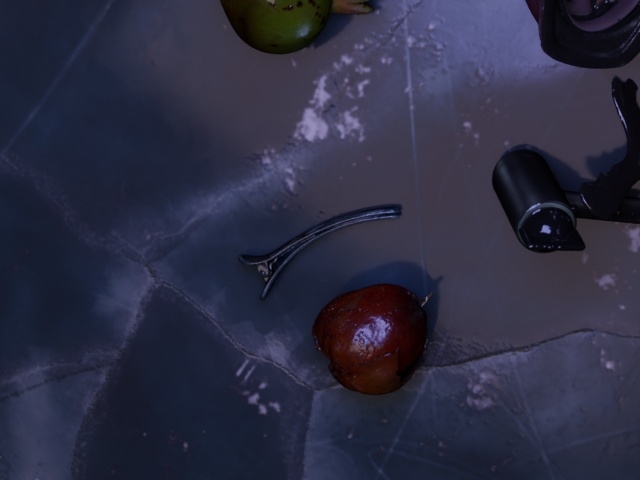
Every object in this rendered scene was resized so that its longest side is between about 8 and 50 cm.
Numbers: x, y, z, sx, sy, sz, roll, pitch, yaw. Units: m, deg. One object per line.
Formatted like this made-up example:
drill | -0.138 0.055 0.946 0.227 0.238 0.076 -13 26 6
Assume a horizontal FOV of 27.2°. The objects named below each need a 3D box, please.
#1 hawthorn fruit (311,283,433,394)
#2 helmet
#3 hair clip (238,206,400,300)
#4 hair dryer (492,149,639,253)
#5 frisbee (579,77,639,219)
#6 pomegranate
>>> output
hawthorn fruit | 0.081 0.122 1.741 0.172 0.148 0.148 -36 92 -2
helmet | 0.321 -0.350 1.579 0.198 0.154 0.253 6 117 -27
hair clip | 0.000 0.000 1.782 0.229 0.039 0.070 -28 93 16
hair dryer | 0.352 -0.032 1.637 0.248 0.195 0.078 3 119 -9
frisbee | 0.392 -0.115 1.635 0.211 0.012 0.187 -10 78 -26
pomegranate | -0.032 -0.318 1.676 0.205 0.159 0.159 2 103 -14
